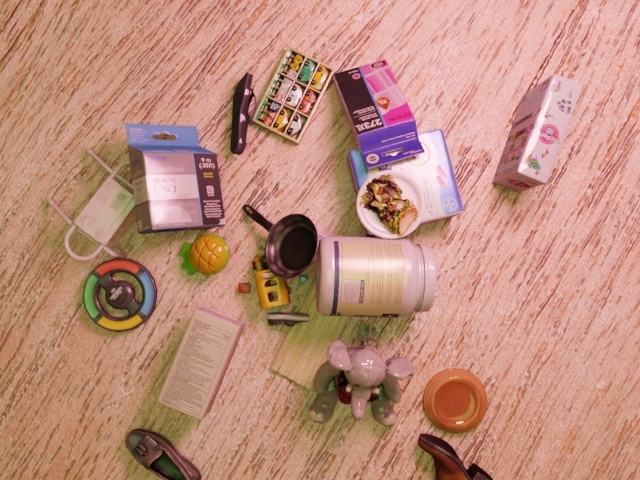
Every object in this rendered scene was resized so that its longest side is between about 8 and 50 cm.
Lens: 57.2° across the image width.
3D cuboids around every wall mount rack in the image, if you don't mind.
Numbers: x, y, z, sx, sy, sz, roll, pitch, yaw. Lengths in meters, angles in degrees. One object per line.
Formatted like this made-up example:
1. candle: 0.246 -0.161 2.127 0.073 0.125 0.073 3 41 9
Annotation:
1. wall mount rack: -0.678 -0.118 1.802 0.304 0.130 0.350 37 88 -2

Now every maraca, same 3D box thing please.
1. maraca: -0.358 0.046 1.804 0.186 0.099 0.127 -11 84 26

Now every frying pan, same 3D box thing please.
1. frying pan: -0.131 0.008 1.761 0.326 0.053 0.197 11 83 38

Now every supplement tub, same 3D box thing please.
1. supplement tub: 0.154 0.107 1.721 0.325 0.235 0.235 2 87 -4

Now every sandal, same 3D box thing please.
1. sandal: -0.238 -0.392 1.834 0.055 0.097 0.254 7 90 -30

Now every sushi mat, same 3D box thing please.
1. sushi mat: -0.024 0.295 1.826 0.152 0.019 0.316 27 87 1

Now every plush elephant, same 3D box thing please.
1. plush elephant: 0.118 0.405 1.700 0.272 0.255 0.329 10 87 1

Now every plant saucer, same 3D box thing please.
1. plant saucer: 0.417 0.496 1.805 0.200 0.037 0.199 0 87 0

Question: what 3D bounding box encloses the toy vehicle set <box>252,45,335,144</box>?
1. toy vehicle set: -0.085 -0.457 1.855 0.166 0.035 0.266 26 88 2

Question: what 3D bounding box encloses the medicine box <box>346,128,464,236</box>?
1. medicine box: 0.250 -0.169 1.783 0.290 0.149 0.263 -14 87 -1

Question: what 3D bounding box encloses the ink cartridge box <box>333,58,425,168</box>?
1. ink cartridge box: 0.168 -0.385 1.750 0.176 0.069 0.370 -16 57 -1

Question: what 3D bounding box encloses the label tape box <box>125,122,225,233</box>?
1. label tape box: -0.431 -0.196 1.750 0.241 0.106 0.333 -6 87 -39

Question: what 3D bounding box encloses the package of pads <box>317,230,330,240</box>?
1. package of pads: 0.000 0.000 1.834 0.083 0.032 0.050 26 85 1

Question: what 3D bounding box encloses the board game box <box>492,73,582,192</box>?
1. board game box: 0.639 -0.311 1.752 0.098 0.224 0.303 22 88 -1

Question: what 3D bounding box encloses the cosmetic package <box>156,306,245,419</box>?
1. cosmetic package: -0.354 0.363 1.769 0.153 0.129 0.296 23 88 3

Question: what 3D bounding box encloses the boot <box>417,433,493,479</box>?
1. boot: 0.340 0.760 1.784 0.264 0.096 0.280 36 95 -6

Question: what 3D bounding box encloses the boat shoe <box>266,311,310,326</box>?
1. boat shoe: -0.098 0.245 1.807 0.142 0.049 0.040 0 97 20

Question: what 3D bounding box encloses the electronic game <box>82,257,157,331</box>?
1. electronic game: -0.621 0.169 1.820 0.229 0.048 0.229 0 87 1

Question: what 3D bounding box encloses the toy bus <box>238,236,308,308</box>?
1. toy bus: -0.154 0.112 1.792 0.202 0.104 0.191 32 87 1

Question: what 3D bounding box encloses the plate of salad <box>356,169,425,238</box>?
1. plate of salad: 0.203 -0.104 1.681 0.200 0.048 0.199 0 88 1

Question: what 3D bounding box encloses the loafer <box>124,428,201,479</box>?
1. loafer: -0.480 0.665 1.775 0.268 0.084 0.096 34 88 2
